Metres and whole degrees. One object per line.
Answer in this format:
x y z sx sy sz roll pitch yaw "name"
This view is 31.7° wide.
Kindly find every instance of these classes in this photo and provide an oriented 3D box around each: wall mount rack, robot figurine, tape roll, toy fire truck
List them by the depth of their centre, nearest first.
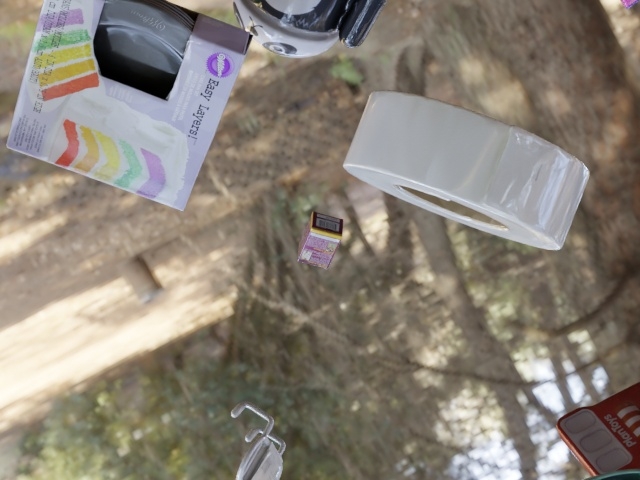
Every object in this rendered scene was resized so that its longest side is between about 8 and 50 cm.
0.175 -0.083 1.363 0.286 0.286 0.100 136 -24 -88 "tape roll"
-0.014 -0.374 1.500 0.173 0.209 0.278 9 134 -23 "robot figurine"
0.561 0.345 1.856 0.254 0.169 0.302 -27 -146 -3 "toy fire truck"
-0.199 0.518 2.438 0.304 0.130 0.350 -56 162 -18 "wall mount rack"

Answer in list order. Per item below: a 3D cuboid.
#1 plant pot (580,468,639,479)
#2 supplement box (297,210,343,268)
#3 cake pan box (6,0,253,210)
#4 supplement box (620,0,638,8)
0.376 0.431 1.420 0.293 0.293 0.235 -29 172 -3 "plant pot"
0.000 0.000 1.839 0.043 0.055 0.083 -86 -165 -45 "supplement box"
-0.238 -0.188 1.392 0.070 0.245 0.267 -85 -161 -52 "cake pan box"
0.434 -0.446 1.621 0.114 0.111 0.220 -36 153 12 "supplement box"
